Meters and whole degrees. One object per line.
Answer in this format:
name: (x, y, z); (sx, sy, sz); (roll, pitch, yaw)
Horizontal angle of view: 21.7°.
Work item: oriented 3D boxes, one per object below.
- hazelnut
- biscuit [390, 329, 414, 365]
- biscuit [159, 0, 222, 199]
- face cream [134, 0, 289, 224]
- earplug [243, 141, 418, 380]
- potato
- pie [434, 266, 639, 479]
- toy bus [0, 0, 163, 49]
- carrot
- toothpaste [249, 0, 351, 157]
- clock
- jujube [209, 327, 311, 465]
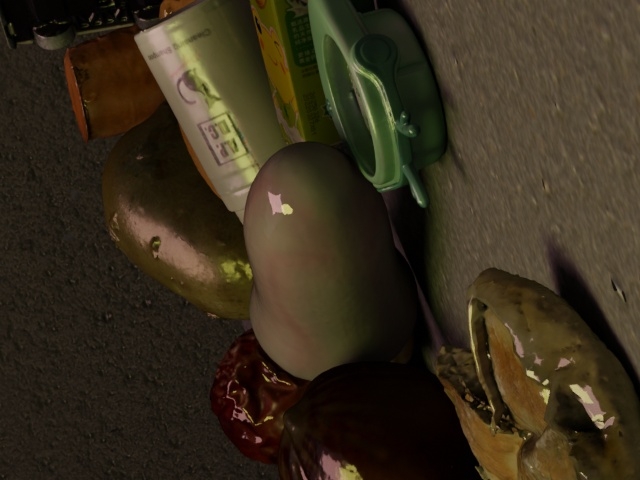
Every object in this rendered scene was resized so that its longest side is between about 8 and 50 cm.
hazelnut: (0.061, 0.209, 1.547); (0.229, 0.229, 0.230); (161, 90, -82)
biscuit: (0.083, 0.164, 1.833); (0.291, 0.062, 0.237); (128, 122, -80)
biscuit: (-0.102, -0.179, 1.956); (0.275, 0.052, 0.355); (41, 143, 31)
face cream: (-0.050, -0.091, 1.799); (0.370, 0.145, 0.145); (61, 174, -10)
earplug: (0.000, 0.000, 1.551); (0.301, 0.172, 0.172); (78, 171, -64)
potato: (-0.146, -0.035, 2.203); (0.359, 0.269, 0.219); (59, -174, 37)
pie: (0.178, 0.177, 1.211); (0.337, 0.075, 0.338); (157, 90, -79)
toy bus: (-0.295, -0.385, 2.310); (0.179, 0.305, 0.143); (-99, -2, -46)
carrot: (-0.244, -0.242, 2.450); (0.196, 0.254, 0.196); (163, 90, -78)
toothpaste: (-0.018, -0.216, 1.604); (0.110, 0.077, 0.328); (-119, 13, -54)
clock: (0.053, -0.117, 1.393); (0.211, 0.066, 0.159); (-118, 12, -46)
jujube: (-0.050, 0.235, 2.469); (0.342, 0.216, 0.216); (83, 167, -78)
